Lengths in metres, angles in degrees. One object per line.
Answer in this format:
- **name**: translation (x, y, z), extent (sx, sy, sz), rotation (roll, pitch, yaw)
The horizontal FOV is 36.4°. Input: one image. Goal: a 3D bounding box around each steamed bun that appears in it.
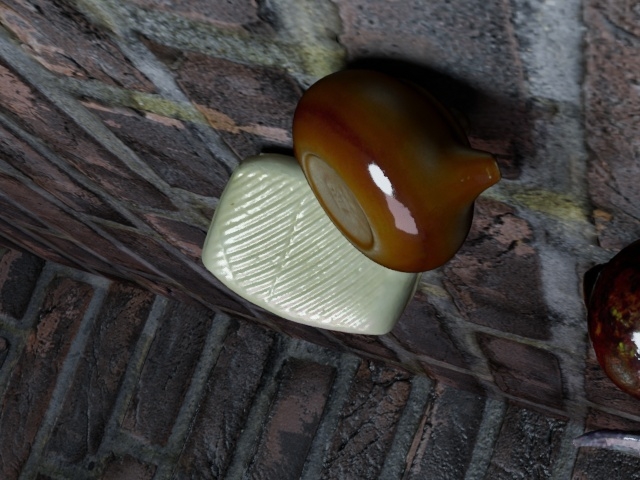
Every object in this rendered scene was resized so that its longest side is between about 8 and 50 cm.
- **steamed bun**: translation (0.000, 0.000, 1.090), extent (0.238, 0.170, 0.152), rotation (21, -169, 6)

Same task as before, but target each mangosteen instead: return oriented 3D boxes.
- **mangosteen**: translation (0.317, 0.071, 0.889), extent (0.172, 0.172, 0.184), rotation (24, 174, -19)

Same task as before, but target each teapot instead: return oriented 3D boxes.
- **teapot**: translation (0.057, -0.070, 0.807), extent (0.252, 0.135, 0.178), rotation (34, 151, 60)

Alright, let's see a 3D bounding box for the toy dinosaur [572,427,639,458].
- **toy dinosaur**: translation (0.380, 0.188, 0.878), extent (0.294, 0.077, 0.162), rotation (-16, 151, 4)
